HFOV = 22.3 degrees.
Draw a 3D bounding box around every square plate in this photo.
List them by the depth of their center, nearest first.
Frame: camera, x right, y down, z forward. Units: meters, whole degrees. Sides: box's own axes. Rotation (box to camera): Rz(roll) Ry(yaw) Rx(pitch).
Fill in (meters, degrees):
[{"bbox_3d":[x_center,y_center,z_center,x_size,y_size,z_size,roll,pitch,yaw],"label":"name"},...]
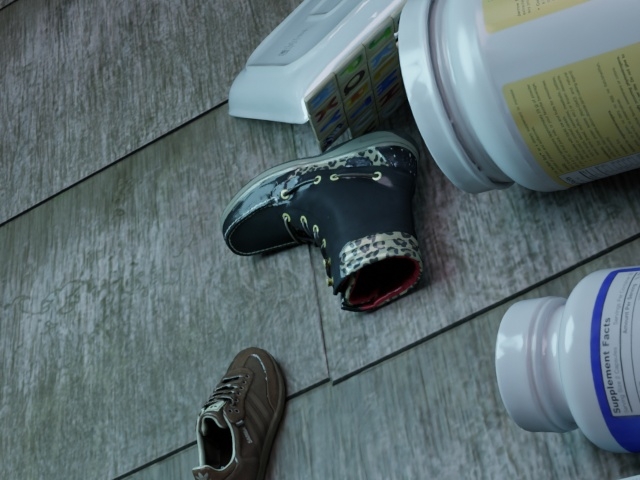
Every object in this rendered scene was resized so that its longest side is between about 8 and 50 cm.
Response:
[{"bbox_3d":[0.044,-0.266,1.810,0.344,0.049,0.347,-45,16,-8],"label":"square plate"}]

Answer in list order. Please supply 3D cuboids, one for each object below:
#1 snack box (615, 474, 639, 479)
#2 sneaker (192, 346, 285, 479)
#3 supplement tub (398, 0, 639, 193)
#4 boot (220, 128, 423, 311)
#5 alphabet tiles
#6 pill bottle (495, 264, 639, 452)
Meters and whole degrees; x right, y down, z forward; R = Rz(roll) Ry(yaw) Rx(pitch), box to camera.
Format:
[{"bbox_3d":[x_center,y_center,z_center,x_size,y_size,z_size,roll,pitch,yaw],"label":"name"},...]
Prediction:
[{"bbox_3d":[0.238,0.319,1.180,0.187,0.060,0.322,-18,43,28],"label":"snack box"},{"bbox_3d":[-0.082,0.169,1.574,0.066,0.071,0.188,-19,44,25],"label":"sneaker"},{"bbox_3d":[0.264,-0.182,1.497,0.331,0.241,0.241,-16,45,27],"label":"supplement tub"},{"bbox_3d":[0.000,-0.001,1.664,0.236,0.085,0.178,-24,44,20],"label":"boot"},{"bbox_3d":[0.066,-0.172,1.684,0.009,0.237,0.198,43,83,15],"label":"alphabet tiles"},{"bbox_3d":[0.284,0.092,1.289,0.272,0.152,0.152,-8,48,35],"label":"pill bottle"}]
